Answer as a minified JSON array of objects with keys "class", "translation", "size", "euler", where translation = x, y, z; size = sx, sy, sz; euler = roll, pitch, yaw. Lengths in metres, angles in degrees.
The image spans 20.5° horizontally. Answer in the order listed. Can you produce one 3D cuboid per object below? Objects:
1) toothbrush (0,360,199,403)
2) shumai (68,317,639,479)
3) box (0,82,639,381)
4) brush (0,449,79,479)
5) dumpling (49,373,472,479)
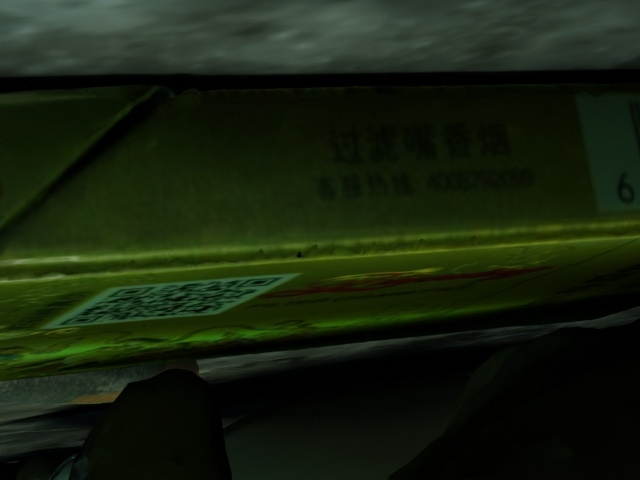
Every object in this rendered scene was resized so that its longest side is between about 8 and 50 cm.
[{"class":"toothbrush","translation":[-0.143,0.042,0.626],"size":[0.037,0.028,0.375],"euler":[-22,166,23]},{"class":"shumai","translation":[0.050,0.143,0.522],"size":[0.262,0.267,0.314],"euler":[13,-162,-36]},{"class":"box","translation":[0.000,0.000,0.480],"size":[0.311,0.043,0.173],"euler":[-4,169,-29]},{"class":"brush","translation":[-0.235,0.184,1.260],"size":[0.084,0.071,0.301],"euler":[-11,165,31]},{"class":"dumpling","translation":[0.018,0.199,1.121],"size":[0.395,0.233,0.315],"euler":[6,164,-13]}]
